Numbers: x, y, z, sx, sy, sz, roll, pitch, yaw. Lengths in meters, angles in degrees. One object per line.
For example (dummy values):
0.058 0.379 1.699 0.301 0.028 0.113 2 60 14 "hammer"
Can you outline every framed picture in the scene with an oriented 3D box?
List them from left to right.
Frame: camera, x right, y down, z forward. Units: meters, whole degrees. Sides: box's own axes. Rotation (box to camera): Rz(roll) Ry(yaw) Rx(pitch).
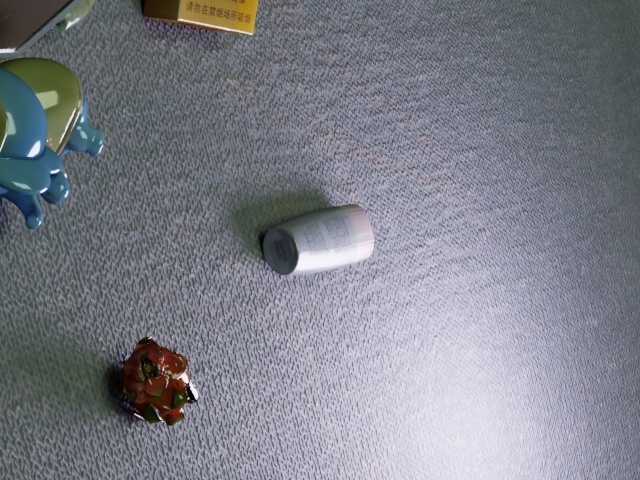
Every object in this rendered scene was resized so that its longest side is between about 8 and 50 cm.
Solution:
-0.342 -0.238 1.529 0.273 0.216 0.016 -14 75 -56 "framed picture"

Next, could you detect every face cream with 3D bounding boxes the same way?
0.000 0.000 2.052 0.198 0.057 0.084 -12 88 -57 "face cream"

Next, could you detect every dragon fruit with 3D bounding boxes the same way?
-0.182 0.166 1.723 0.116 0.086 0.081 52 3 -42 "dragon fruit"

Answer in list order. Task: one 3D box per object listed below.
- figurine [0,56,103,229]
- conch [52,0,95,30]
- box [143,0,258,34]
-0.321 -0.108 1.563 0.262 0.154 0.180 0 68 -50 "figurine"
-0.291 -0.314 1.716 0.153 0.102 0.135 -45 147 -35 "conch"
-0.137 -0.386 1.917 0.152 0.070 0.237 3 100 -53 "box"
